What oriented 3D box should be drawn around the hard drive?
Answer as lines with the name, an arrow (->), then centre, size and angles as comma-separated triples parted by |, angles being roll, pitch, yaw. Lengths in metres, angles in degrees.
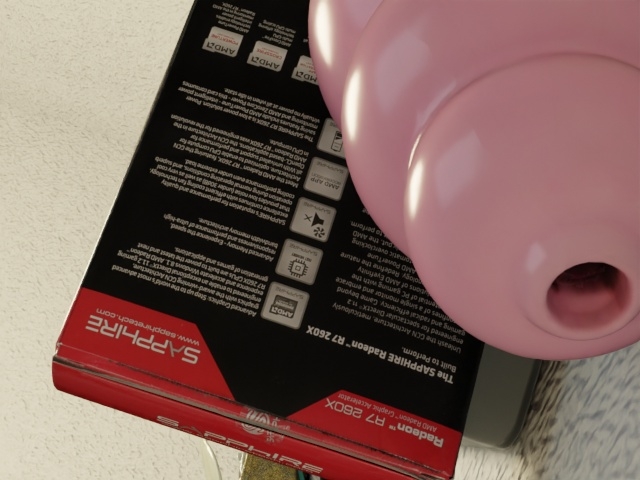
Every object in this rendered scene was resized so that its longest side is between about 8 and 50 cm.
hard drive -> 0.116, 0.036, 0.971 | 0.353, 0.047, 0.233 | 125, 164, -81

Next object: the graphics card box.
graphics card box -> 0.006, -0.046, 0.805 | 0.094, 0.233, 0.371 | 115, 173, -65

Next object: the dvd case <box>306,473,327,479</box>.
dvd case -> 0.002, 0.225, 1.358 | 0.180, 0.022, 0.253 | 142, 128, -83

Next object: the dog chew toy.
dog chew toy -> 0.097, -0.069, 0.619 | 0.332, 0.207, 0.206 | -90, 18, -57

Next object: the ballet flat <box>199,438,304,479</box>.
ballet flat -> -0.080, 0.206, 1.469 | 0.348, 0.123, 0.123 | -97, 21, -48

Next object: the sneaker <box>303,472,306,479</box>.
sneaker -> -0.027, 0.347, 1.647 | 0.170, 0.051, 0.089 | -65, -6, -75
